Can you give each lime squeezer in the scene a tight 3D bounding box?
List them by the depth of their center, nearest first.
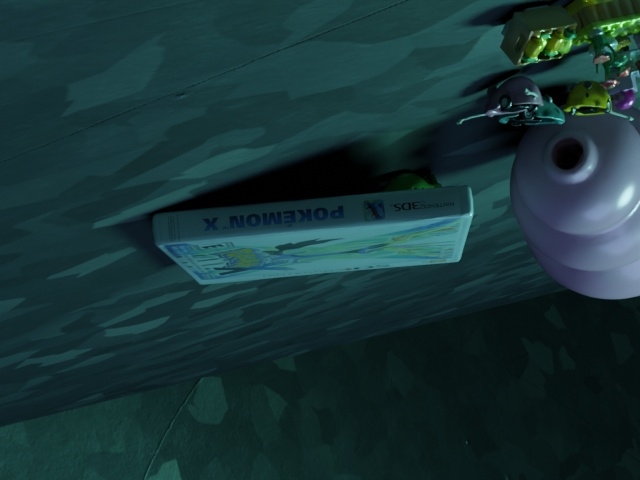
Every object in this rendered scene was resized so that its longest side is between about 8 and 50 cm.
[{"bbox_3d":[0.089,-0.038,1.754,0.110,0.059,0.310,-24,171,28],"label":"lime squeezer"}]

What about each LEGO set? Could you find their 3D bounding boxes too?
[{"bbox_3d":[0.259,-0.140,1.287,0.132,0.107,0.287,-23,171,26],"label":"LEGO set"}]

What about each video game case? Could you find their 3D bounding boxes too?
[{"bbox_3d":[0.000,0.000,1.633,0.300,0.036,0.329,-5,171,2],"label":"video game case"}]

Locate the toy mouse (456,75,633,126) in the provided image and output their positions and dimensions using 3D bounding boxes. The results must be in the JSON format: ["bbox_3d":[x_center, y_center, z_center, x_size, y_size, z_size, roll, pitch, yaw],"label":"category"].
[{"bbox_3d":[0.189,-0.127,1.451,0.143,0.031,0.161,-4,174,31],"label":"toy mouse"}]

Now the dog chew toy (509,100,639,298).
[{"bbox_3d":[0.289,-0.053,1.655,0.207,0.206,0.332,-21,163,16],"label":"dog chew toy"}]
